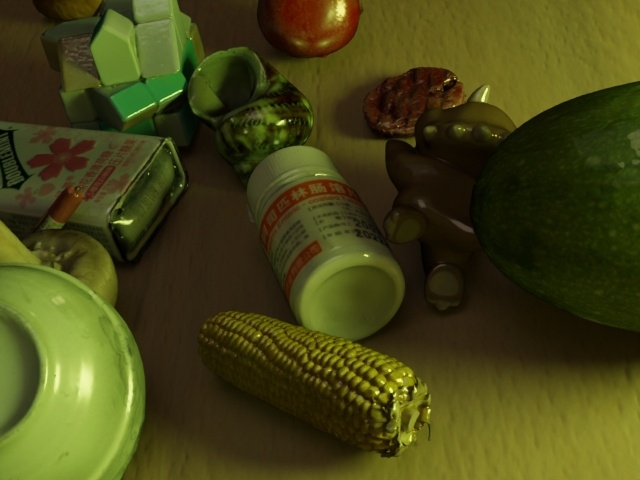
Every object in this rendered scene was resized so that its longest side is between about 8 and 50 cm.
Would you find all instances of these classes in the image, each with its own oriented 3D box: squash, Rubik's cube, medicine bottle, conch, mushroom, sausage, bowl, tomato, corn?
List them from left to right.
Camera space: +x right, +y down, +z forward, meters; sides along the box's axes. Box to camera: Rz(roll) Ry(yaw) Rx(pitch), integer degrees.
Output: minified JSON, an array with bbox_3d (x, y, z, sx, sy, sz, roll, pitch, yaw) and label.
[{"bbox_3d":[-0.354,0.163,1.324,0.307,0.163,0.307,-1,74,4],"label":"bowl"},{"bbox_3d":[-0.367,0.050,1.516,0.207,0.215,0.207,-17,41,15],"label":"mushroom"},{"bbox_3d":[-0.381,0.002,1.629,0.223,0.029,0.029,-46,34,24],"label":"sausage"},{"bbox_3d":[-0.293,-0.258,1.817,0.224,0.213,0.265,-4,37,11],"label":"Rubik's cube"},{"bbox_3d":[-0.101,-0.172,1.735,0.187,0.124,0.181,5,50,17],"label":"conch"},{"bbox_3d":[-0.025,-0.363,1.898,0.167,0.167,0.167,-10,41,9],"label":"tomato"},{"bbox_3d":[-0.012,0.150,1.369,0.305,0.106,0.106,18,52,38],"label":"corn"},{"bbox_3d":[0.000,0.000,1.499,0.145,0.144,0.252,-21,38,-4],"label":"medicine bottle"},{"bbox_3d":[0.312,-0.048,1.294,0.309,0.310,0.310,4,44,10],"label":"squash"}]

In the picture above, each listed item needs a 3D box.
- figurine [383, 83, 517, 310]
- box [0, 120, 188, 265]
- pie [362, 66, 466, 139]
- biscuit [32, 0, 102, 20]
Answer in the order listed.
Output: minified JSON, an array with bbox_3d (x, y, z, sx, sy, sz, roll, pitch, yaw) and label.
[{"bbox_3d":[0.181,-0.071,1.488,0.173,0.177,0.247,-23,26,22],"label":"figurine"},{"bbox_3d":[-0.385,-0.078,1.742,0.370,0.112,0.190,6,47,26],"label":"box"},{"bbox_3d":[0.135,-0.197,1.750,0.154,0.038,0.153,-12,40,11],"label":"pie"},{"bbox_3d":[-0.378,-0.481,2.201,0.213,0.091,0.274,23,53,40],"label":"biscuit"}]
